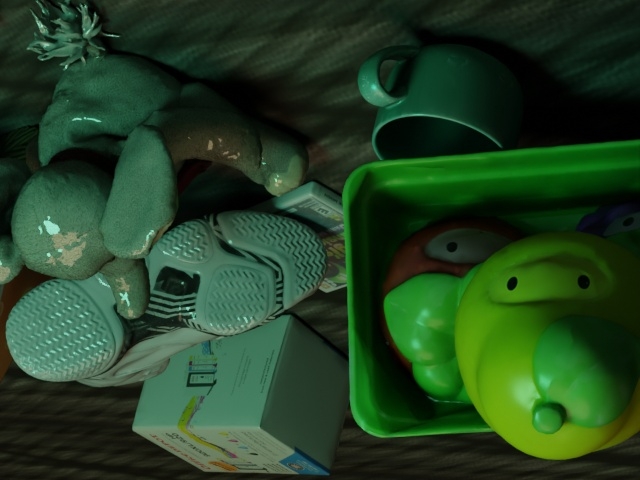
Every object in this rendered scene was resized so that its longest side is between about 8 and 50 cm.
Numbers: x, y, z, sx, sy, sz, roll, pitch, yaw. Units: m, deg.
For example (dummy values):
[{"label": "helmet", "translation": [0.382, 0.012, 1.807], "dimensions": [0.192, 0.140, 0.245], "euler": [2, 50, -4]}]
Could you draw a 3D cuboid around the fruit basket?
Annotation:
[{"label": "fruit basket", "translation": [0.196, 0.049, 1.247], "dimensions": [0.392, 0.282, 0.392], "euler": [-2, 166, 0]}]

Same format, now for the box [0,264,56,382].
[{"label": "box", "translation": [-0.459, 0.108, 1.682], "dimensions": [0.168, 0.345, 0.215], "euler": [21, 165, 14]}]

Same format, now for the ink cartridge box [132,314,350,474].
[{"label": "ink cartridge box", "translation": [-0.105, 0.215, 2.083], "dimensions": [0.233, 0.168, 0.171], "euler": [-5, 149, 37]}]

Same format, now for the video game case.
[{"label": "video game case", "translation": [0.000, 0.000, 1.762], "dimensions": [0.173, 0.022, 0.190], "euler": [29, 151, -28]}]

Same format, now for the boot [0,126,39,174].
[{"label": "boot", "translation": [-0.283, -0.028, 1.794], "dimensions": [0.269, 0.089, 0.236], "euler": [34, 161, -33]}]

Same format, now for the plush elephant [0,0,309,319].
[{"label": "plush elephant", "translation": [-0.207, -0.047, 1.508], "dimensions": [0.272, 0.255, 0.330], "euler": [-2, 149, 32]}]

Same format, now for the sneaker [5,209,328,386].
[{"label": "sneaker", "translation": [-0.171, 0.071, 1.752], "dimensions": [0.366, 0.137, 0.210], "euler": [-18, 172, -4]}]

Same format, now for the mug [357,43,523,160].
[{"label": "mug", "translation": [0.115, -0.124, 1.362], "dimensions": [0.129, 0.097, 0.157], "euler": [6, 152, 20]}]
